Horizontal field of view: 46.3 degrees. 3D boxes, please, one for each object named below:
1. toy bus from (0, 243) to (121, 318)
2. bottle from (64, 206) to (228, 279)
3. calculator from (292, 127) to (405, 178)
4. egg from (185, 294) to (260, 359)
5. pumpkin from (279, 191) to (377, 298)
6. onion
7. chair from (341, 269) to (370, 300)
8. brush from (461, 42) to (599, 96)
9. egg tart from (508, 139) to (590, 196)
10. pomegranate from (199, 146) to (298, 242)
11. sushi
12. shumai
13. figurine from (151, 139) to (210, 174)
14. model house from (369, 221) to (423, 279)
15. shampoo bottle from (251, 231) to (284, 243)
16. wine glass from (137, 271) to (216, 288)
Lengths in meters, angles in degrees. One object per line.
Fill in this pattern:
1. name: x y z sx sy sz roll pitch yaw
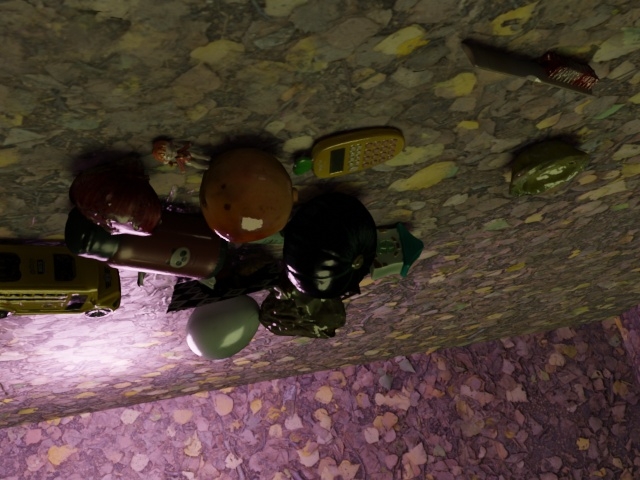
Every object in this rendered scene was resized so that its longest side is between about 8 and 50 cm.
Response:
1. toy bus: -0.598 0.087 1.654 0.331 0.145 0.151 2 154 -31
2. bottle: -0.363 -0.004 1.566 0.336 0.144 0.144 11 149 -44
3. calculator: 0.056 -0.175 1.514 0.234 0.032 0.146 -12 159 -6
4. egg: -0.284 0.249 2.205 0.264 0.183 0.182 -34 151 30
5. pumpkin: 0.000 0.000 1.722 0.248 0.248 0.248 -11 159 -4
6. onion: -0.365 -0.083 1.376 0.184 0.147 0.184 28 178 1
7. chair: 0.094 0.106 2.197 0.212 0.084 0.101 -28 151 35
8. brush: 0.380 -0.309 1.321 0.321 0.060 0.050 2 142 -35
9. egg tart: 0.522 -0.170 1.733 0.197 0.078 0.197 -13 161 -4
10. pomegranate: -0.139 -0.087 1.433 0.191 0.191 0.191 -11 159 -4
11. sushi: -0.255 0.095 1.927 0.289 0.050 0.264 -14 -166 -1
12. shumai: -0.057 0.157 2.101 0.255 0.189 0.218 -1 120 22
13. figurine: -0.254 -0.152 1.362 0.109 0.064 0.047 13 170 -31
14. model house: 0.199 0.029 1.991 0.148 0.127 0.100 -7 159 -6
15. shampoo bottle: -0.089 -0.012 1.839 0.190 0.041 0.069 4 149 -38
16. wine glass: -0.347 0.064 1.795 0.182 0.122 0.122 -3 158 -17
